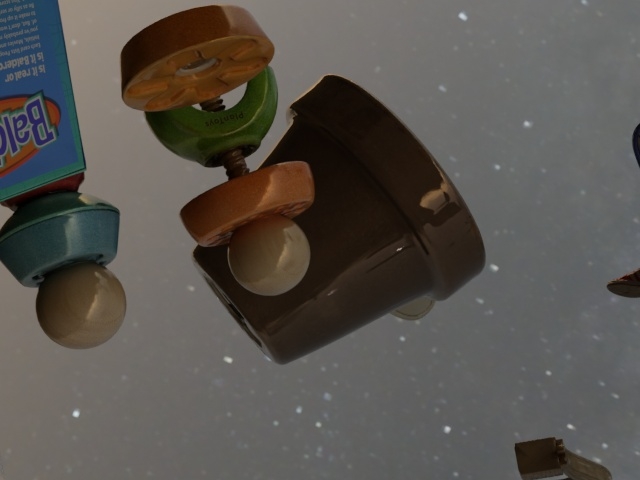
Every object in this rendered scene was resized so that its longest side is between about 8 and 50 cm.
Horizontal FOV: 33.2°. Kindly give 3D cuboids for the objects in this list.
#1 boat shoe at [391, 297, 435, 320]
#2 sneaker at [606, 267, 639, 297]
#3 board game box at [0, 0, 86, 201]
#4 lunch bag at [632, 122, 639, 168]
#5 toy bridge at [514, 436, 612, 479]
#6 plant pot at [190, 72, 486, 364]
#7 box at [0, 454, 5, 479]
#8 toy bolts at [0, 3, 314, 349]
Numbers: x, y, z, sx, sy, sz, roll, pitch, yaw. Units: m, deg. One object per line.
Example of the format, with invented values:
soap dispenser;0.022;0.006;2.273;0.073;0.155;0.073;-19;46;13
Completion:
boat shoe;0.048;0.022;1.429;0.095;0.254;0.079;-60;-151;6
sneaker;0.487;0.046;1.607;0.118;0.042;0.067;-10;-127;46
board game box;-0.203;-0.113;0.524;0.047;0.160;0.210;10;-65;35
lunch bag;0.620;-0.087;1.636;0.243;0.303;0.115;-17;-164;34
toy bridge;0.189;0.191;0.807;0.063;0.188;0.026;-12;-124;11
plant pot;0.000;0.000;1.092;0.229;0.263;0.263;-39;-152;-11
box;-0.204;0.153;0.268;0.231;0.262;0.126;-133;-136;-58
toy bolts;-0.108;-0.028;0.715;0.218;0.228;0.158;116;-45;-76
